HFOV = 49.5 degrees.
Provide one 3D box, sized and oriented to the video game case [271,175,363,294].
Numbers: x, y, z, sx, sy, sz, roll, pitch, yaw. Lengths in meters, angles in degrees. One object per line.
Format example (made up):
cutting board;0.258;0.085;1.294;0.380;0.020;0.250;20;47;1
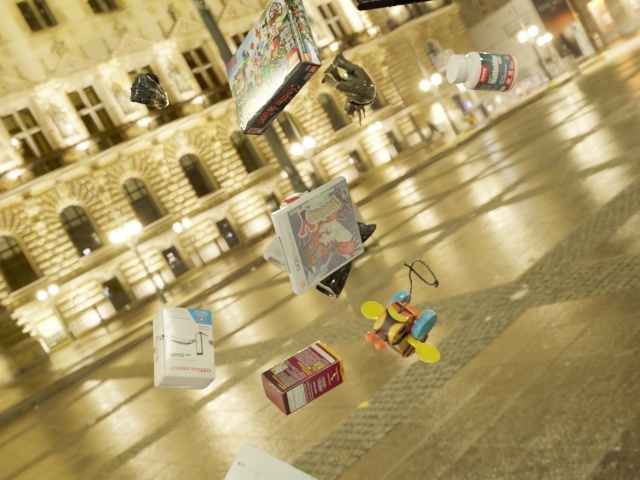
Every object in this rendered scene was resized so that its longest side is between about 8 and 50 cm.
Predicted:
video game case;0.000;-0.013;1.450;0.201;0.183;0.023;-33;29;-34

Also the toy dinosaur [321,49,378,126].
toy dinosaur;0.089;-0.403;1.786;0.121;0.160;0.313;-56;5;1

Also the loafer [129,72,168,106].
loafer;-0.417;-0.372;1.714;0.076;0.078;0.223;12;9;-2

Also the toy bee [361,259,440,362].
toy bee;0.156;0.176;1.481;0.162;0.298;0.195;-42;40;-20

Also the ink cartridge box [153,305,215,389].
ink cartridge box;-0.370;0.292;1.883;0.148;0.203;0.086;8;-36;-28

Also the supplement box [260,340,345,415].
supplement box;-0.043;0.349;1.771;0.188;0.080;0.104;-26;33;-26

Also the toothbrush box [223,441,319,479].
toothbrush box;-0.085;0.594;1.459;0.216;0.295;0.126;-62;-4;-26

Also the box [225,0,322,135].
box;-0.093;-0.323;1.282;0.044;0.159;0.233;-1;-24;-35

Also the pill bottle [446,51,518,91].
pill bottle;0.461;-0.484;1.990;0.180;0.108;0.108;1;-3;-13

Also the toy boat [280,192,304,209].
toy boat;-0.048;-0.024;2.075;0.151;0.231;0.151;-36;11;-28

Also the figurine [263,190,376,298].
figurine;0.000;0.000;1.676;0.209;0.215;0.092;-58;-9;-17

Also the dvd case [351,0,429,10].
dvd case;0.157;-0.503;1.305;0.253;0.180;0.022;-13;-38;-14
